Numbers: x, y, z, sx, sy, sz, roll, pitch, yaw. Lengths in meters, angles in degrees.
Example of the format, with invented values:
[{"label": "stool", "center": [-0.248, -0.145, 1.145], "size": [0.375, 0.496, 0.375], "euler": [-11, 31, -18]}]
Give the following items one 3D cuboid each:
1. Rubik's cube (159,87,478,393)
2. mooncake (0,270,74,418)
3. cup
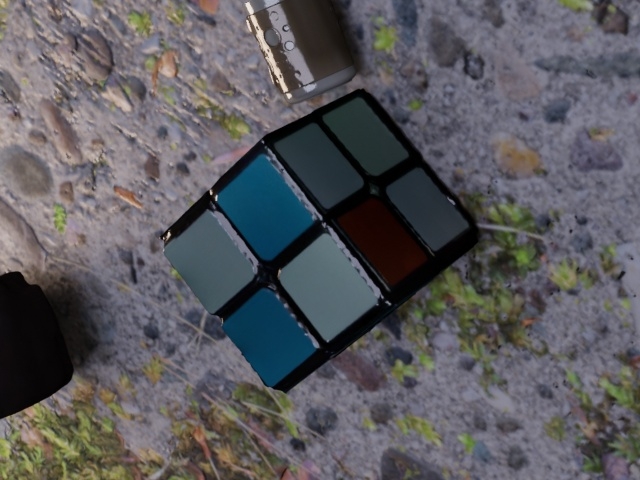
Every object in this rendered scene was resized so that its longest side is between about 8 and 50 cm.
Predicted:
[{"label": "Rubik's cube", "center": [0.000, 0.000, 1.400], "size": [0.183, 0.180, 0.167], "euler": [52, 126, 7]}, {"label": "mooncake", "center": [-0.404, 0.133, 1.656], "size": [0.283, 0.283, 0.141], "euler": [-19, 94, 37]}, {"label": "cup", "center": [-0.028, -0.172, 1.412], "size": [0.102, 0.074, 0.099], "euler": [-17, 99, 36]}]
